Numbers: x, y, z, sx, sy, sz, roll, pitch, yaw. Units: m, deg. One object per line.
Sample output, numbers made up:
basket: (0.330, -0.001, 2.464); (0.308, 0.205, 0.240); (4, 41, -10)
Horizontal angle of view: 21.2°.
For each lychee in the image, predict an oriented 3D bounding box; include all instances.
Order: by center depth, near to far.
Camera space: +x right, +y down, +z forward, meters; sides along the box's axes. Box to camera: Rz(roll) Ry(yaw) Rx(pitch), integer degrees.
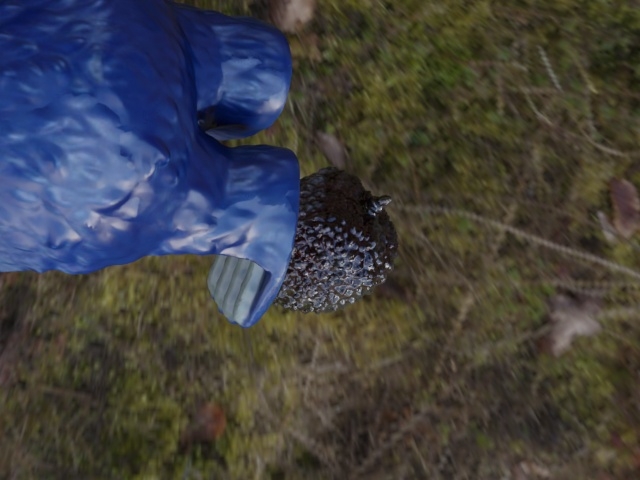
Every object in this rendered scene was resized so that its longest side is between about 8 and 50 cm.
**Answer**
lychee: (0.000, 0.000, 0.776); (0.067, 0.068, 0.083); (8, 149, -44)

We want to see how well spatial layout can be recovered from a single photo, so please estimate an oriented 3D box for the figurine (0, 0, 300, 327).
figurine: (-0.127, -0.044, 0.580); (0.262, 0.164, 0.120); (-9, 146, -30)
